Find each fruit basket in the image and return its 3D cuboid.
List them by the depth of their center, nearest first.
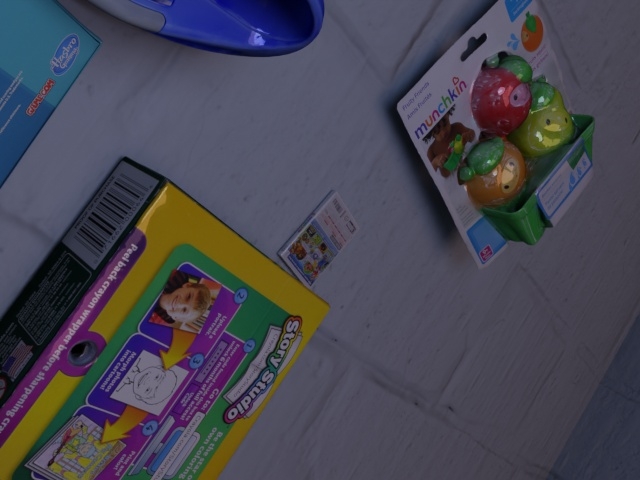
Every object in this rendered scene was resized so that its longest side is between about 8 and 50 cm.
[{"bbox_3d":[0.298,-0.174,1.002,0.327,0.165,0.353,-46,131,-17],"label":"fruit basket"}]

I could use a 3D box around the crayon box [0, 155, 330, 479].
[{"bbox_3d":[-0.194,0.145,0.724,0.362,0.106,0.313,-55,137,-8],"label":"crayon box"}]

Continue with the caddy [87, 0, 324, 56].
[{"bbox_3d":[-0.138,-0.255,0.484,0.341,0.241,0.179,23,78,-46],"label":"caddy"}]

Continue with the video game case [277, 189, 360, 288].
[{"bbox_3d":[0.000,0.000,0.907,0.122,0.011,0.087,-49,135,-15],"label":"video game case"}]

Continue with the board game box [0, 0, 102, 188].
[{"bbox_3d":[-0.338,-0.136,0.411,0.253,0.079,0.336,-58,153,-7],"label":"board game box"}]
